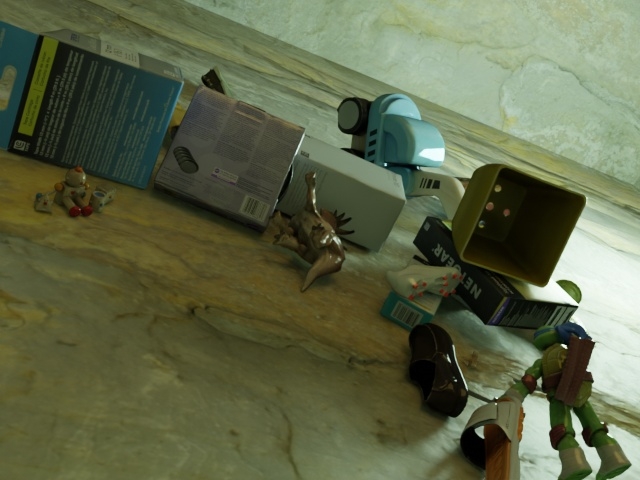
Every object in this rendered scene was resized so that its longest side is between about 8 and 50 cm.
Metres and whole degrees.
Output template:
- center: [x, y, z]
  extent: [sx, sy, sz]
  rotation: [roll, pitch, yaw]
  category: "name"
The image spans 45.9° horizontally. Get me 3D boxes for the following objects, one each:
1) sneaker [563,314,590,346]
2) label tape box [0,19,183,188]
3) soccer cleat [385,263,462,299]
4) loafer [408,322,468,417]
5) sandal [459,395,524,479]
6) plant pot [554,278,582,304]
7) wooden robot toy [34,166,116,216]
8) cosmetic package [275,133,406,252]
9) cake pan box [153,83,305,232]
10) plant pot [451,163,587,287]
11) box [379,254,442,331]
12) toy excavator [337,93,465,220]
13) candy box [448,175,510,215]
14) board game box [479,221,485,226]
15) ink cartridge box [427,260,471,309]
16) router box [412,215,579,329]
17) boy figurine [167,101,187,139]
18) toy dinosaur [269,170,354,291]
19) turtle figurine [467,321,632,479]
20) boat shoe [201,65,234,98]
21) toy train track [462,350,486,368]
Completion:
- center: [0.555, 0.185, 1.800]
  extent: [0.208, 0.081, 0.094]
  rotation: [47, 23, 29]
  category: "sneaker"
- center: [-0.476, -0.273, 1.494]
  extent: [0.348, 0.249, 0.115]
  rotation: [16, 25, -21]
  category: "label tape box"
- center: [0.215, 0.075, 1.533]
  extent: [0.196, 0.068, 0.076]
  rotation: [-3, 34, -44]
  category: "soccer cleat"
- center: [0.195, 0.216, 1.342]
  extent: [0.078, 0.080, 0.220]
  rotation: [17, 24, -20]
  category: "loafer"
- center: [0.260, 0.314, 1.171]
  extent: [0.076, 0.102, 0.265]
  rotation: [28, 25, 0]
  category: "sandal"
- center: [0.618, 0.153, 1.933]
  extent: [0.083, 0.083, 0.079]
  rotation: [32, 36, 16]
  category: "plant pot"
- center: [-0.435, -0.094, 1.371]
  extent: [0.076, 0.079, 0.173]
  rotation: [38, 26, 27]
  category: "wooden robot toy"
- center: [0.000, -0.138, 1.815]
  extent: [0.385, 0.156, 0.217]
  rotation: [21, 21, -8]
  category: "cosmetic package"
- center: [-0.186, -0.173, 1.614]
  extent: [0.267, 0.245, 0.070]
  rotation: [21, -15, -6]
  category: "cake pan box"
- center: [0.399, -0.050, 1.629]
  extent: [0.212, 0.212, 0.187]
  rotation: [18, 12, -15]
  category: "plant pot"
- center: [0.207, 0.112, 1.606]
  extent: [0.100, 0.060, 0.244]
  rotation: [30, 23, 9]
  category: "box"
- center: [0.255, -0.182, 2.041]
  extent: [0.222, 0.432, 0.445]
  rotation: [3, 4, -43]
  category: "toy excavator"
- center: [0.453, -0.134, 2.209]
  extent: [0.183, 0.087, 0.316]
  rotation: [5, 7, 6]
  category: "candy box"
- center: [0.514, -0.017, 2.203]
  extent: [0.194, 0.060, 0.194]
  rotation: [0, 33, -46]
  category: "board game box"
- center: [0.338, 0.097, 1.774]
  extent: [0.180, 0.060, 0.104]
  rotation: [35, 25, 22]
  category: "ink cartridge box"
- center: [0.387, 0.072, 1.693]
  extent: [0.243, 0.081, 0.309]
  rotation: [8, 30, -34]
  category: "router box"
- center: [-0.344, -0.271, 1.835]
  extent: [0.177, 0.092, 0.285]
  rotation: [2, 31, -42]
  category: "boy figurine"
- center: [0.000, 0.000, 1.580]
  extent: [0.200, 0.127, 0.295]
  rotation: [47, 20, -42]
  category: "toy dinosaur"
- center: [0.404, 0.306, 1.340]
  extent: [0.198, 0.275, 0.266]
  rotation: [34, 31, -47]
  category: "turtle figurine"
- center: [-0.310, -0.451, 2.294]
  extent: [0.081, 0.069, 0.227]
  rotation: [59, 3, -40]
  category: "boat shoe"
- center: [0.303, 0.239, 1.495]
  extent: [0.048, 0.014, 0.083]
  rotation: [22, 16, 10]
  category: "toy train track"
